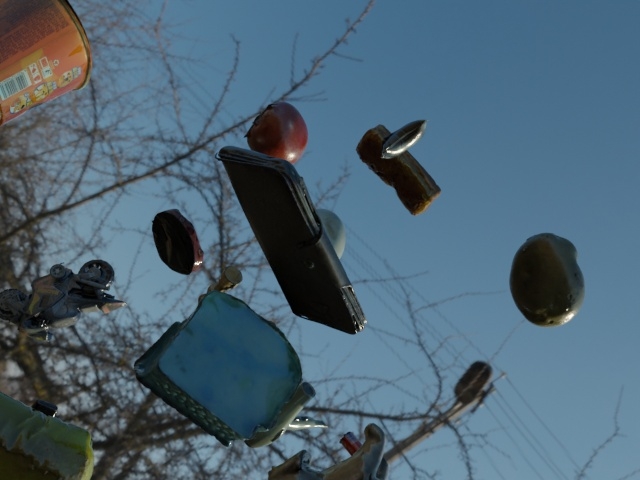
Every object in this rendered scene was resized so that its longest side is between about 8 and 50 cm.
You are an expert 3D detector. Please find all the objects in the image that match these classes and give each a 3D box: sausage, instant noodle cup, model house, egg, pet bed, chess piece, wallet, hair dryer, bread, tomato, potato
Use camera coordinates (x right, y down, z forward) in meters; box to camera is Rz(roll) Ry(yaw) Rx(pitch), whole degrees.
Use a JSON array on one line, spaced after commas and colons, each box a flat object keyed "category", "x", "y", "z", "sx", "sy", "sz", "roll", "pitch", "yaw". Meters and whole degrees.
[{"category": "sausage", "x": 0.107, "y": 0.549, "z": 1.706, "sx": 0.145, "sy": 0.048, "sz": 0.050, "roll": 42, "pitch": -24, "yaw": 41}, {"category": "instant noodle cup", "x": -0.616, "y": -0.362, "z": 1.279, "sx": 0.297, "sy": 0.214, "sz": 0.296, "roll": 25, "pitch": -38, "yaw": 21}, {"category": "model house", "x": -0.216, "y": 0.273, "z": 1.354, "sx": 0.261, "sy": 0.225, "sz": 0.241, "roll": 42, "pitch": -42, "yaw": -13}, {"category": "egg", "x": 0.000, "y": 0.000, "z": 2.013, "sx": 0.151, "sy": 0.151, "sz": 0.209, "roll": 110, "pitch": -16, "yaw": -51}, {"category": "pet bed", "x": -0.402, "y": 0.004, "z": 1.877, "sx": 0.201, "sy": 0.054, "sz": 0.201, "roll": 22, "pitch": -56, "yaw": 37}, {"category": "chess piece", "x": -0.280, "y": 0.138, "z": 1.828, "sx": 0.172, "sy": 0.060, "sz": 0.060, "roll": -43, "pitch": -108, "yaw": 35}, {"category": "wallet", "x": -0.038, "y": 0.010, "z": 0.986, "sx": 0.173, "sy": 0.045, "sz": 0.317, "roll": 19, "pitch": -39, "yaw": 45}, {"category": "hair dryer", "x": -0.044, "y": 0.424, "z": 1.686, "sx": 0.229, "sy": 0.267, "sz": 0.092, "roll": -57, "pitch": -130, "yaw": 37}, {"category": "bread", "x": 0.211, "y": -0.191, "z": 1.879, "sx": 0.271, "sy": 0.077, "sz": 0.139, "roll": 50, "pitch": -31, "yaw": 9}, {"category": "tomato", "x": -0.104, "y": -0.263, "z": 1.692, "sx": 0.167, "sy": 0.167, "sz": 0.167, "roll": 38, "pitch": -40, "yaw": 40}, {"category": "potato", "x": 0.555, "y": 0.096, "z": 1.653, "sx": 0.178, "sy": 0.160, "sz": 0.234, "roll": 5, "pitch": -76, "yaw": 18}, {"category": "bread", "x": -0.521, "y": 0.287, "z": 0.973, "sx": 0.384, "sy": 0.166, "sz": 0.112, "roll": 29, "pitch": -4, "yaw": -7}]

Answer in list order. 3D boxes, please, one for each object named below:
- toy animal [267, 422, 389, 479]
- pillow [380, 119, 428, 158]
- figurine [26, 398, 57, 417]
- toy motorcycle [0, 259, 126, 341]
[{"category": "toy animal", "x": 0.050, "y": 0.340, "z": 0.862, "sx": 0.233, "sy": 0.168, "sz": 0.121, "roll": 29, "pitch": -37, "yaw": 21}, {"category": "pillow", "x": 0.203, "y": -0.245, "z": 1.635, "sx": 0.055, "sy": 0.136, "sz": 0.091, "roll": 58, "pitch": 2, "yaw": 28}, {"category": "figurine", "x": -0.542, "y": 0.409, "z": 1.153, "sx": 0.308, "sy": 0.308, "sz": 0.143, "roll": 44, "pitch": 8, "yaw": 34}, {"category": "toy motorcycle", "x": -0.663, "y": 0.159, "z": 1.716, "sx": 0.108, "sy": 0.308, "sz": 0.173, "roll": 102, "pitch": -34, "yaw": -65}]
